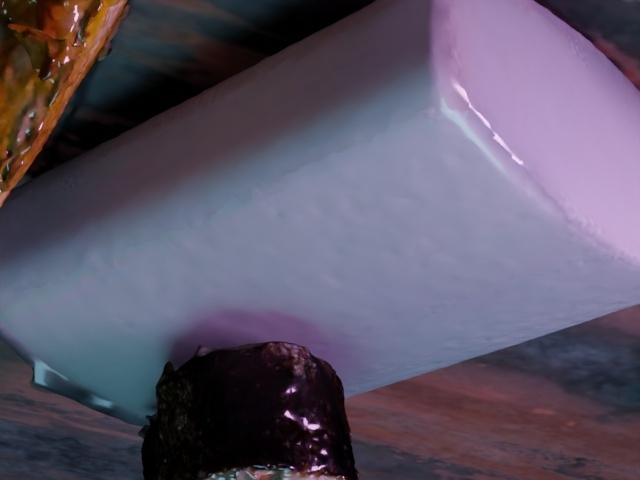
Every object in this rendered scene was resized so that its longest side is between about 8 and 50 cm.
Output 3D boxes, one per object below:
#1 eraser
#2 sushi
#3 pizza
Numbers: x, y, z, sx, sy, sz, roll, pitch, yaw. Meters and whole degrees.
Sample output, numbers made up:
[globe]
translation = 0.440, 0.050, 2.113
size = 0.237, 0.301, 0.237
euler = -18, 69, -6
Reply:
[eraser]
translation = 0.000, 0.000, 0.703
size = 0.290, 0.104, 0.189
euler = -22, 137, 38
[sushi]
translation = -0.033, 0.101, 0.705
size = 0.090, 0.078, 0.150
euler = 6, 153, -16
[pizza]
translation = -0.114, -0.085, 0.587
size = 0.069, 0.154, 0.194
euler = 31, 124, -6
